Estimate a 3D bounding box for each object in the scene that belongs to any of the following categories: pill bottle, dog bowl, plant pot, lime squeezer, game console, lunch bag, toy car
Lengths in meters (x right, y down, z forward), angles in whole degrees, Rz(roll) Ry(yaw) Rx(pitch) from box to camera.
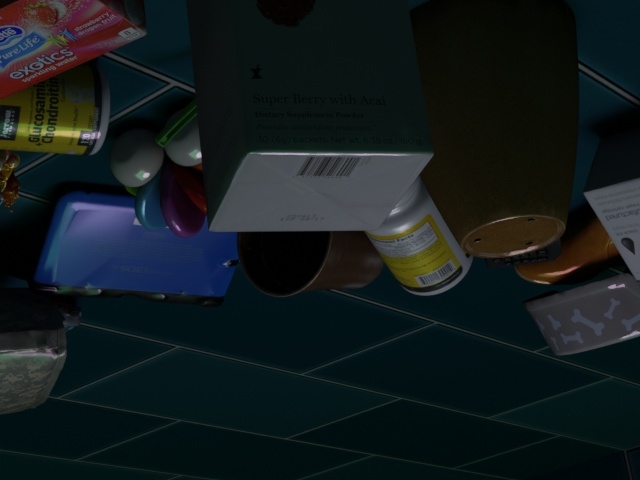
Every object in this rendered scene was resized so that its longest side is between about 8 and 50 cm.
[{"bbox_3d":[0.118,-0.029,1.901,0.119,0.119,0.208,-16,136,19],"label":"pill bottle"},{"bbox_3d":[0.504,0.091,2.242,0.349,0.102,0.349,-18,177,-1],"label":"dog bowl"},{"bbox_3d":[0.000,0.000,1.956,0.167,0.167,0.165,-25,160,35],"label":"plant pot"},{"bbox_3d":[-0.044,-0.185,1.554,0.310,0.110,0.059,-11,175,19],"label":"lime squeezer"},{"bbox_3d":[-0.282,0.001,2.018,0.293,0.173,0.250,5,123,-30],"label":"game console"},{"bbox_3d":[-0.492,0.155,1.951,0.235,0.169,0.287,-4,168,-24],"label":"lunch bag"},{"bbox_3d":[0.195,-0.118,1.599,0.237,0.254,0.237,-6,157,-3],"label":"plant pot"},{"bbox_3d":[-0.331,-0.149,1.541,0.184,0.103,0.103,2,155,-24],"label":"pill bottle"},{"bbox_3d":[-0.162,-0.072,1.739,0.182,0.136,0.159,-18,156,23],"label":"toy car"}]

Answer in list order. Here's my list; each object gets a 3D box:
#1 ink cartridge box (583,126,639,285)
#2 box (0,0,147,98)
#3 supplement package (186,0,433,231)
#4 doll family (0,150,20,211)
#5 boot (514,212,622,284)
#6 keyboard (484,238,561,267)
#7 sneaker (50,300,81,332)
[{"bbox_3d":[0.529,-0.014,1.894,0.223,0.129,0.307,-15,123,37],"label":"ink cartridge box"},{"bbox_3d":[-0.306,-0.226,1.341,0.257,0.122,0.128,-19,155,25],"label":"box"},{"bbox_3d":[-0.021,-0.175,1.338,0.177,0.293,0.175,-1,157,-17],"label":"supplement package"},{"bbox_3d":[-0.448,-0.065,1.648,0.263,0.163,0.118,-10,116,6],"label":"doll family"},{"bbox_3d":[0.433,-0.034,2.101,0.295,0.104,0.211,-11,151,2],"label":"boot"},{"bbox_3d":[0.232,-0.045,1.999,0.201,0.033,0.317,-2,148,14],"label":"keyboard"},{"bbox_3d":[-0.467,0.180,2.250,0.104,0.125,0.262,14,149,-43],"label":"sneaker"}]
